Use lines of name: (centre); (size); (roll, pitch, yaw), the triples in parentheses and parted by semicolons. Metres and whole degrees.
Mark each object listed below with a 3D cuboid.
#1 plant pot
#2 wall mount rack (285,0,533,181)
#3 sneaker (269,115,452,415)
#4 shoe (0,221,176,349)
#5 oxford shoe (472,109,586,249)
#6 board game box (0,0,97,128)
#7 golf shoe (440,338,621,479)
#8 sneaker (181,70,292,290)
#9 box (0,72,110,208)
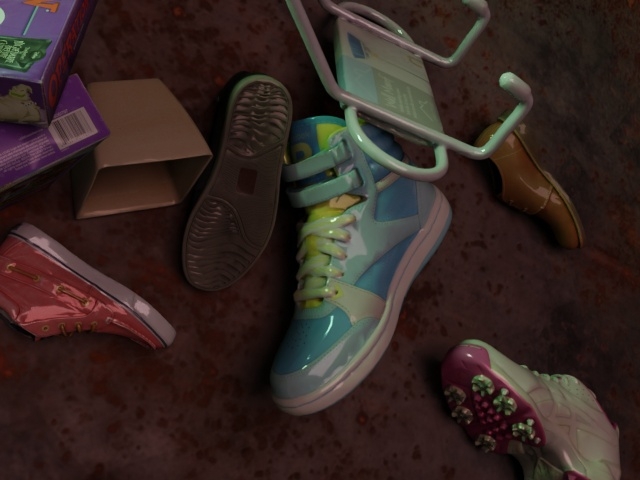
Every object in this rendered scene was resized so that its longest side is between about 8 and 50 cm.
plant pot: (-0.180, -0.092, 0.777); (0.109, 0.109, 0.096); (-10, 72, -31)
wall mount rack: (0.051, -0.223, 0.828); (0.304, 0.130, 0.350); (22, 34, -20)
sneaker: (0.000, 0.000, 0.831); (0.208, 0.127, 0.319); (53, 50, -27)
shoe: (-0.223, 0.066, 0.745); (0.178, 0.063, 0.081); (37, 66, -13)
oxford shoe: (0.268, -0.063, 1.062); (0.076, 0.076, 0.212); (-38, 105, 1)
board game box: (-0.276, -0.231, 0.652); (0.208, 0.056, 0.347); (9, 49, -7)
golf shoe: (0.257, 0.203, 0.981); (0.306, 0.115, 0.140); (47, 51, -22)
sneaker: (-0.087, -0.063, 0.843); (0.083, 0.118, 0.222); (17, 102, -17)
box: (-0.322, -0.021, 0.620); (0.293, 0.201, 0.057); (-33, 99, -31)
